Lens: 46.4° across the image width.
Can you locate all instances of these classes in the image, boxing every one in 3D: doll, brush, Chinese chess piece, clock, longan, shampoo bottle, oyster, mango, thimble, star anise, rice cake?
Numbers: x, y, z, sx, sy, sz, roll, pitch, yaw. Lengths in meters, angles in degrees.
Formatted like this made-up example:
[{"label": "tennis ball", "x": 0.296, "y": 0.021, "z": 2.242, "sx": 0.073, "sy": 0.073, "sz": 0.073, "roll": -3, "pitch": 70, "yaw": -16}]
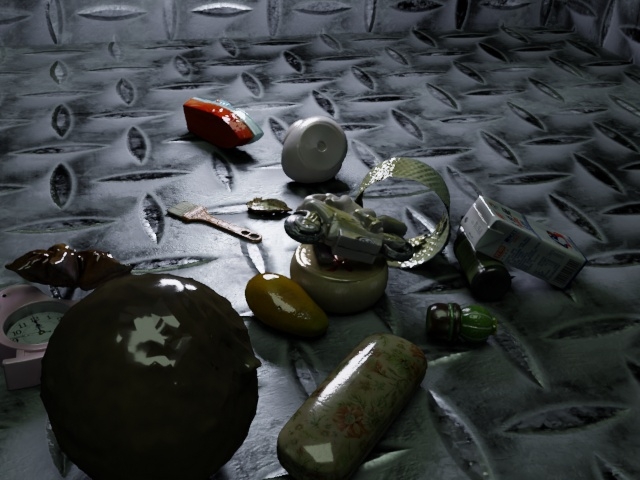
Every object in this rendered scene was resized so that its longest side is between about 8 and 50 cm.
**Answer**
[{"label": "doll", "x": -0.031, "y": -0.293, "z": 2.411, "sx": 0.221, "sy": 0.221, "sz": 0.251, "roll": 26, "pitch": 66, "yaw": 31}, {"label": "brush", "x": -0.297, "y": -0.053, "z": 2.136, "sx": 0.314, "sy": 0.017, "sz": 0.090, "roll": 21, "pitch": 36, "yaw": 24}, {"label": "Chinese chess piece", "x": 0.046, "y": 0.081, "z": 1.878, "sx": 0.249, "sy": 0.103, "sz": 0.250, "roll": 3, "pitch": 30, "yaw": -2}, {"label": "clock", "x": -0.582, "y": 0.184, "z": 1.673, "sx": 0.290, "sy": 0.080, "sz": 0.275, "roll": -15, "pitch": 37, "yaw": -28}, {"label": "longan", "x": -0.289, "y": 0.248, "z": 1.318, "sx": 0.391, "sy": 0.391, "sz": 0.391, "roll": 3, "pitch": 32, "yaw": -2}, {"label": "shampoo bottle", "x": 0.413, "y": 0.040, "z": 1.977, "sx": 0.101, "sy": 0.101, "sz": 0.284, "roll": -1, "pitch": 32, "yaw": -8}, {"label": "oyster", "x": -0.154, "y": -0.096, "z": 2.204, "sx": 0.132, "sy": 0.029, "sz": 0.086, "roll": 20, "pitch": 42, "yaw": 19}, {"label": "mango", "x": -0.083, "y": 0.154, "z": 1.759, "sx": 0.227, "sy": 0.099, "sz": 0.136, "roll": 32, "pitch": 40, "yaw": 23}, {"label": "thimble", "x": 0.218, "y": -0.074, "z": 1.990, "sx": 0.271, "sy": 0.271, "sz": 0.150, "roll": 8, "pitch": 31, "yaw": 7}, {"label": "star anise", "x": -0.592, "y": 0.061, "z": 1.755, "sx": 0.292, "sy": 0.109, "sz": 0.349, "roll": 13, "pitch": -10, "yaw": -13}, {"label": "rice cake", "x": 0.000, "y": 0.000, "z": 1.877, "sx": 0.047, "sy": 0.036, "sz": 0.207, "roll": 3, "pitch": 27, "yaw": -9}]

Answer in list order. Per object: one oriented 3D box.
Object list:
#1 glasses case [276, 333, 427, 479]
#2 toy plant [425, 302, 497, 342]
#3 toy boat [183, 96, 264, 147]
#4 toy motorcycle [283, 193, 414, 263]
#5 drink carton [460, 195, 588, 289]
[{"label": "glasses case", "x": 0.072, "y": 0.325, "z": 1.494, "sx": 0.156, "sy": 0.098, "sz": 0.425, "roll": 23, "pitch": 37, "yaw": 23}, {"label": "toy plant", "x": 0.330, "y": 0.193, "z": 1.740, "sx": 0.162, "sy": 0.093, "sz": 0.093, "roll": 6, "pitch": 32, "yaw": -2}, {"label": "toy boat", "x": -0.322, "y": -0.406, "z": 2.565, "sx": 0.332, "sy": 0.145, "sz": 0.133, "roll": 27, "pitch": 46, "yaw": 37}, {"label": "toy motorcycle", "x": 0.066, "y": -0.037, "z": 1.845, "sx": 0.340, "sy": 0.108, "sz": 0.223, "roll": 13, "pitch": 32, "yaw": -17}, {"label": "drink carton", "x": 0.521, "y": 0.008, "z": 1.924, "sx": 0.315, "sy": 0.106, "sz": 0.130, "roll": 22, "pitch": 25, "yaw": -22}]
